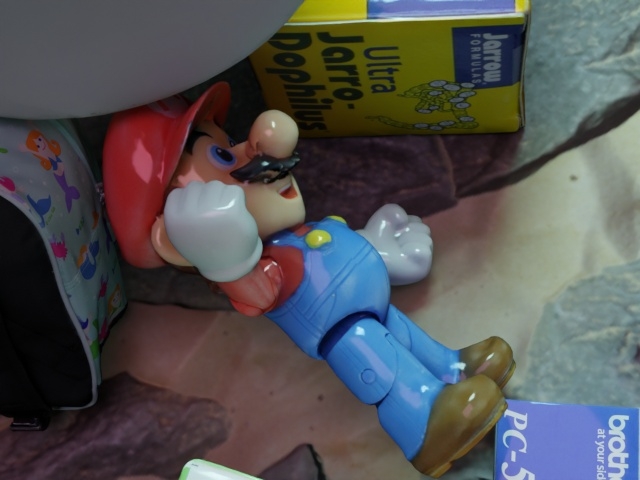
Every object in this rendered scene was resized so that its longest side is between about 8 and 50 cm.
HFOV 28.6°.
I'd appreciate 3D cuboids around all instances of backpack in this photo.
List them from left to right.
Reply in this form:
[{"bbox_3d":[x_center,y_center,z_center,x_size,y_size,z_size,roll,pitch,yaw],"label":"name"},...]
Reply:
[{"bbox_3d":[-0.254,-0.008,0.860,0.225,0.253,0.191,1,52,9],"label":"backpack"}]

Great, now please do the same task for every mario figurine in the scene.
[{"bbox_3d":[0.000,0.000,0.829,0.320,0.198,0.170,39,73,-1],"label":"mario figurine"}]

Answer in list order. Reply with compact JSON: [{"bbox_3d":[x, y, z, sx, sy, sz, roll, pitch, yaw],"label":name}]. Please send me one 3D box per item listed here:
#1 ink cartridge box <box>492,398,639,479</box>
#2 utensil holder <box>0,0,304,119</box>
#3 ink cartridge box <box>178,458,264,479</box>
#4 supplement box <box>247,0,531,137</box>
[{"bbox_3d":[0.161,0.214,0.836,0.097,0.046,0.207,3,72,8],"label":"ink cartridge box"},{"bbox_3d":[-0.175,-0.313,0.759,0.328,0.327,0.385,-18,60,2],"label":"utensil holder"},{"bbox_3d":[-0.036,0.253,0.731,0.115,0.273,0.198,16,75,10],"label":"ink cartridge box"},{"bbox_3d":[0.053,-0.277,0.933,0.195,0.194,0.356,-1,72,8],"label":"supplement box"}]
